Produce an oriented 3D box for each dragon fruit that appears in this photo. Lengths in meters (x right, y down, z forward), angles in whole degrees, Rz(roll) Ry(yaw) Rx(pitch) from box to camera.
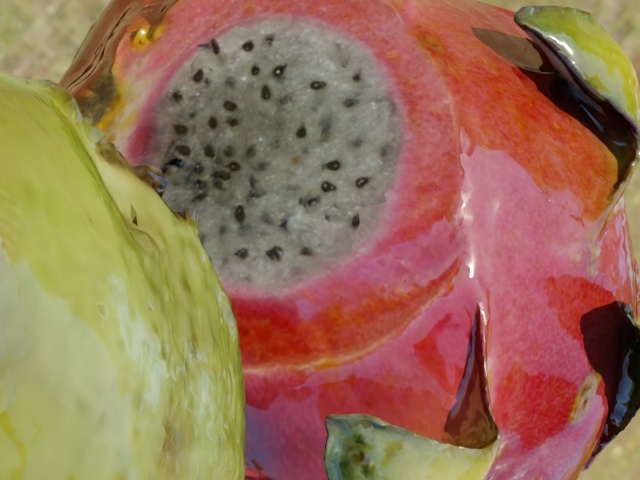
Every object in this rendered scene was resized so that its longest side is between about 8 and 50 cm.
[{"bbox_3d":[0.000,0.000,0.789,0.290,0.290,0.189,-45,166,-9],"label":"dragon fruit"}]

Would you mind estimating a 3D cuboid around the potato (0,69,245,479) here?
[{"bbox_3d":[-0.160,0.097,0.452,0.330,0.213,0.280,-1,137,-17],"label":"potato"}]
